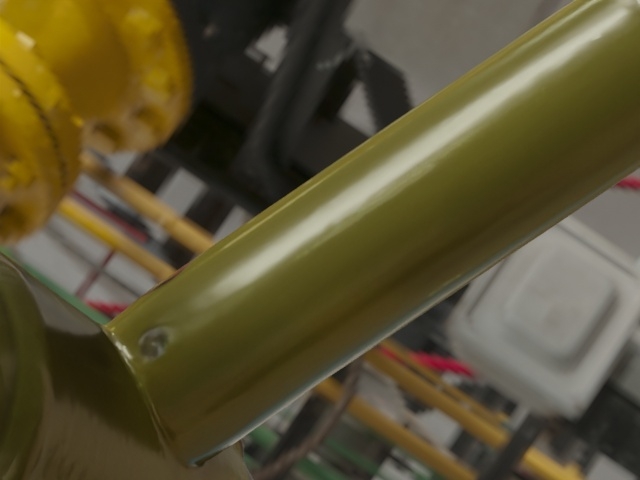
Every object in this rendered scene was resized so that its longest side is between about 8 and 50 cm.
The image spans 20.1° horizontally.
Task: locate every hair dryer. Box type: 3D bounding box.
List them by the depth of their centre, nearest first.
[{"bbox_3d":[0.000,0.000,0.409,0.279,0.090,0.135,-34,-31,4],"label":"hair dryer"}]
